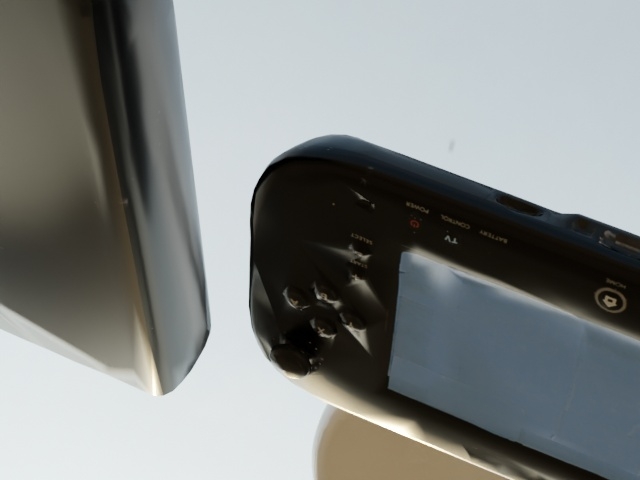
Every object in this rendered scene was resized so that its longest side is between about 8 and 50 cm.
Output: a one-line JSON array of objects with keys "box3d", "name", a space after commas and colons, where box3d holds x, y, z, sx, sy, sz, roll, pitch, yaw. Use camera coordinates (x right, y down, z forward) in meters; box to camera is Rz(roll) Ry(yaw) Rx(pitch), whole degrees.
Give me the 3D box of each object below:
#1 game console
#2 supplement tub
[{"box3d": [0.000, 0.000, 0.499, 0.361, 0.044, 0.213, 21, -29, 14], "name": "game console"}, {"box3d": [0.093, 0.108, 1.136, 0.144, 0.199, 0.144, 8, -68, 21], "name": "supplement tub"}]
